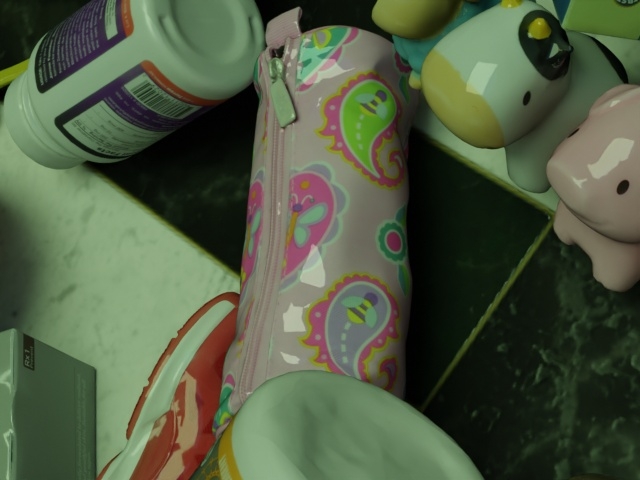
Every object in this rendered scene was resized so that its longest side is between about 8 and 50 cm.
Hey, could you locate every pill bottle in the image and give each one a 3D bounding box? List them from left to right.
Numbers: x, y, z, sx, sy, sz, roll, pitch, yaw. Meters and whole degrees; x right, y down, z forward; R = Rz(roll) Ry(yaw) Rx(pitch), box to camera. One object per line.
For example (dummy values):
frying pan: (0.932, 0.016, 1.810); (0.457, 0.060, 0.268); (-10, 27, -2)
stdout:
pill bottle: (-0.138, -0.119, 1.169); (0.193, 0.108, 0.108); (-25, 58, 43)
pill bottle: (-0.034, 0.219, 0.918); (0.278, 0.162, 0.162); (-56, 51, 25)

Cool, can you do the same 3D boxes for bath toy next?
bath toy: (0.171, -0.048, 0.939); (0.348, 0.151, 0.129); (50, 132, 32)

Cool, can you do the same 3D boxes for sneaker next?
sneaker: (-0.065, 0.151, 1.071); (0.128, 0.087, 0.221); (26, 78, 13)

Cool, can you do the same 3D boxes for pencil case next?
pencil case: (0.000, 0.000, 1.046); (0.124, 0.124, 0.284); (-8, 65, 28)

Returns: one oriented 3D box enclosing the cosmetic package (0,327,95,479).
cosmetic package: (-0.278, 0.155, 1.166); (0.238, 0.107, 0.127); (-13, 64, 23)

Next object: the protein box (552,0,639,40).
protein box: (0.208, -0.244, 0.923); (0.199, 0.136, 0.201); (-97, 18, -49)

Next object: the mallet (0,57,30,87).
mallet: (-0.214, -0.131, 1.286); (0.190, 0.039, 0.062); (-14, 64, 21)

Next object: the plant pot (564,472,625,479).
plant pot: (0.188, 0.198, 0.840); (0.165, 0.167, 0.167); (16, 79, 42)
